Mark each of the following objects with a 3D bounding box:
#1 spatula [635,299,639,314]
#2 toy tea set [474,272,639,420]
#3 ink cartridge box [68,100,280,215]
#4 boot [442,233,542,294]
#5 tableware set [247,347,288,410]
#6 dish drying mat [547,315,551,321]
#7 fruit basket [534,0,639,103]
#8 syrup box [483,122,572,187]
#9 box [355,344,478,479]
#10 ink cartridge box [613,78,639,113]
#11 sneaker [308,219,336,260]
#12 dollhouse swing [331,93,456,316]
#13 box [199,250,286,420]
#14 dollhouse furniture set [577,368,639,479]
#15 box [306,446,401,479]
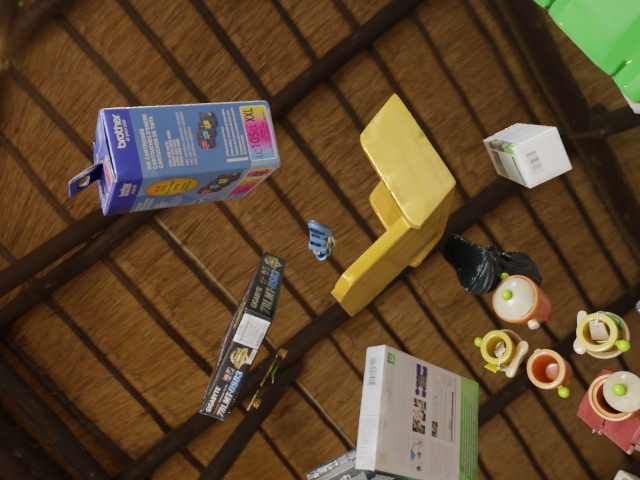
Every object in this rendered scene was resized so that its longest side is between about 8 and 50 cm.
[{"bbox_3d":[0.617,0.036,0.806,0.296,0.030,0.084,-33,-115,-2],"label":"spatula"},{"bbox_3d":[0.429,0.189,0.948,0.124,0.336,0.200,23,-91,-38],"label":"toy tea set"},{"bbox_3d":[-0.320,-0.166,1.087,0.395,0.270,0.151,-9,-97,-27],"label":"ink cartridge box"},{"bbox_3d":[0.403,0.069,1.142,0.207,0.246,0.094,17,-75,-9],"label":"boot"},{"bbox_3d":[-0.120,0.322,1.199,0.024,0.104,0.154,28,-88,1],"label":"tableware set"},{"bbox_3d":[0.566,0.181,1.335,0.008,0.083,0.032,-25,-73,-6],"label":"dish drying mat"},{"bbox_3d":[0.405,-0.340,0.442,0.391,0.392,0.283,-22,-110,-40],"label":"fruit basket"},{"bbox_3d":[0.441,-0.190,1.121,0.093,0.096,0.237,62,-171,-12],"label":"syrup box"},{"bbox_3d":[0.211,0.372,1.059,0.321,0.058,0.233,27,-121,-31],"label":"box"},{"bbox_3d":[0.607,-0.336,0.977,0.062,0.109,0.209,-41,-72,6],"label":"ink cartridge box"},{"bbox_3d":[0.000,0.000,1.197,0.059,0.053,0.144,-61,-25,-17],"label":"sneaker"},{"bbox_3d":[0.107,-0.055,1.128,0.304,0.347,0.315,-30,-108,1],"label":"dollhouse swing"},{"bbox_3d":[-0.178,0.214,1.219,0.073,0.294,0.296,25,-158,-9],"label":"box"},{"bbox_3d":[0.557,0.457,0.951,0.201,0.152,0.374,27,-88,-9],"label":"dollhouse furniture set"},{"bbox_3d":[0.091,0.531,1.071,0.190,0.045,0.184,-24,-124,-10],"label":"box"}]
